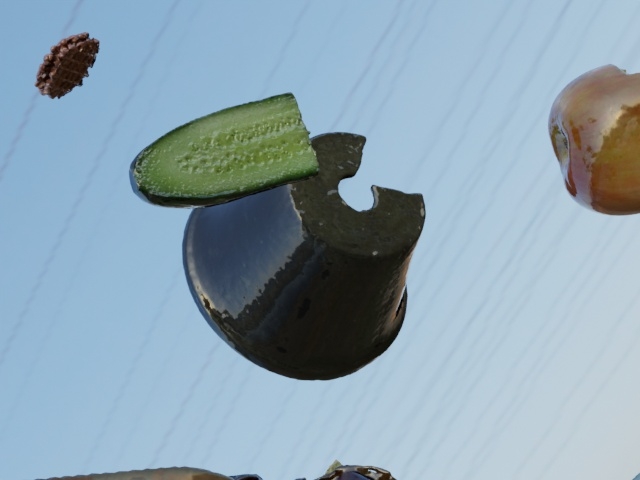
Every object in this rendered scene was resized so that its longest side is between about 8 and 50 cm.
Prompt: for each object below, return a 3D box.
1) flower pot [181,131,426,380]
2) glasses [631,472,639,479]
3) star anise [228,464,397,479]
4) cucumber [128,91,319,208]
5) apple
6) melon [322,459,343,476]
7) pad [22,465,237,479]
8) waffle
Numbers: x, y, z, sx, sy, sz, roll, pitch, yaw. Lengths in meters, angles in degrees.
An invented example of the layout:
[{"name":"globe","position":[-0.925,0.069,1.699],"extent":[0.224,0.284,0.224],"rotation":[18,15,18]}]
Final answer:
[{"name":"flower pot","position":[0.000,0.000,1.952],"extent":[0.379,0.379,0.251],"rotation":[-34,-9,-37]},{"name":"glasses","position":[0.259,0.320,1.175],"extent":[0.220,0.088,0.189],"rotation":[-47,-25,-12]},{"name":"star anise","position":[-0.017,0.202,0.933],"extent":[0.168,0.168,0.057],"rotation":[86,-178,-57]},{"name":"cucumber","position":[-0.118,-0.091,1.510],"extent":[0.244,0.115,0.063],"rotation":[-15,-19,-35]},{"name":"apple","position":[0.359,-0.121,1.482],"extent":[0.199,0.199,0.199],"rotation":[-42,-26,-25]},{"name":"melon","position":[-0.030,0.311,1.347],"extent":[0.182,0.054,0.098],"rotation":[-44,-3,-31]},{"name":"pad","position":[-0.134,0.177,0.544],"extent":[0.284,0.287,0.018],"rotation":[71,-163,-49]},{"name":"waffle","position":[-0.272,-0.187,1.391],"extent":[0.083,0.029,0.075],"rotation":[-42,-17,-41]}]
